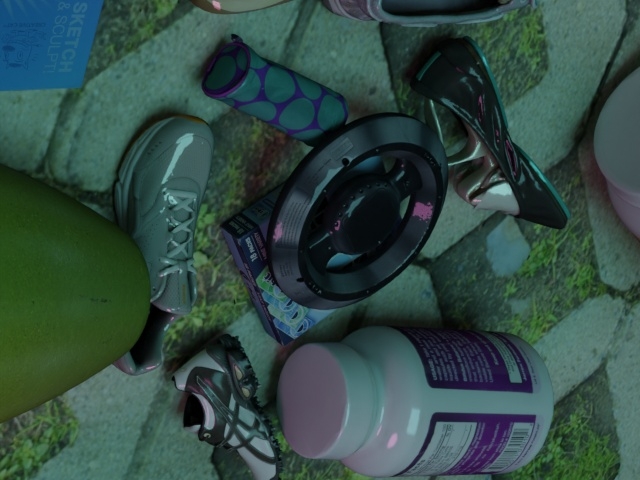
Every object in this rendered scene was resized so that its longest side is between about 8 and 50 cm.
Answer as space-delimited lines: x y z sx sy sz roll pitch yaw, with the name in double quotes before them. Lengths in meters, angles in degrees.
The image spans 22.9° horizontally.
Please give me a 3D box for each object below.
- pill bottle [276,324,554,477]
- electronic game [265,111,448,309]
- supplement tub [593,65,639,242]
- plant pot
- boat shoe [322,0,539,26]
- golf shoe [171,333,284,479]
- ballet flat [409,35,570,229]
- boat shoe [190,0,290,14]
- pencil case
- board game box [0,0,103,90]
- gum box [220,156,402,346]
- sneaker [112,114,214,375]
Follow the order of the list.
"pill bottle" 0.104 0.181 1.780 0.301 0.169 0.169 6 110 -39
"electronic game" 0.041 -0.028 1.640 0.229 0.048 0.229 -24 134 -27
"supplement tub" 0.489 -0.055 1.889 0.241 0.241 0.331 -51 132 -3
"plant pot" -0.292 0.047 1.371 0.293 0.274 0.275 3 112 -55
"boat shoe" 0.154 -0.272 1.613 0.320 0.103 0.118 -11 120 -32
"golf shoe" -0.102 0.194 1.705 0.093 0.077 0.198 -25 120 -11
"ballet flat" 0.178 -0.100 1.742 0.096 0.095 0.280 -36 121 -3
"boat shoe" 0.013 -0.298 1.477 0.302 0.109 0.098 -17 135 -18
"pencil case" -0.044 -0.144 1.557 0.151 0.070 0.064 24 101 -42
"board game box" -0.276 -0.264 1.268 0.242 0.064 0.317 -7 133 -34
"gum box" 0.000 0.000 1.688 0.184 0.041 0.157 -35 130 -18
"sneaker" -0.148 0.011 1.529 0.099 0.121 0.263 9 108 -40
